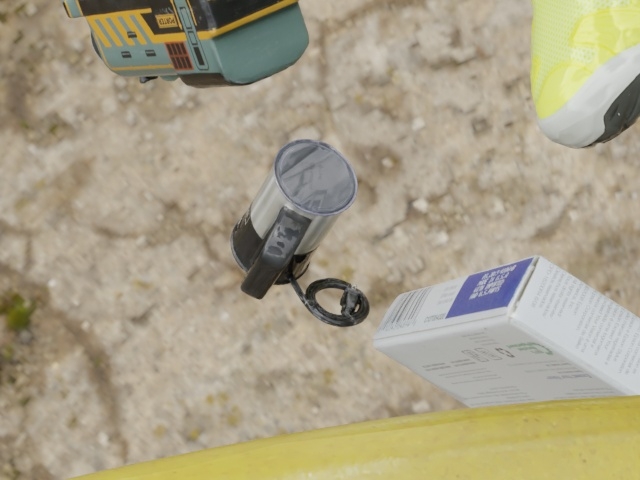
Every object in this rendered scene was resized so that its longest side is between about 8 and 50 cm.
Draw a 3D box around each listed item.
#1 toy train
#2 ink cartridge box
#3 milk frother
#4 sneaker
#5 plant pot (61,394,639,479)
[{"bbox_3d":[-0.143,-0.236,1.315,0.142,0.190,0.334,-27,19,-29],"label":"toy train"},{"bbox_3d":[0.238,0.137,1.199,0.330,0.324,0.071,31,75,-10],"label":"ink cartridge box"},{"bbox_3d":[0.000,0.000,1.331,0.143,0.135,0.129,13,56,-15],"label":"milk frother"},{"bbox_3d":[0.165,-0.237,0.858,0.147,0.145,0.384,19,69,-18],"label":"sneaker"},{"bbox_3d":[-0.019,0.157,0.368,0.187,0.212,0.212,8,67,-24],"label":"plant pot"}]
